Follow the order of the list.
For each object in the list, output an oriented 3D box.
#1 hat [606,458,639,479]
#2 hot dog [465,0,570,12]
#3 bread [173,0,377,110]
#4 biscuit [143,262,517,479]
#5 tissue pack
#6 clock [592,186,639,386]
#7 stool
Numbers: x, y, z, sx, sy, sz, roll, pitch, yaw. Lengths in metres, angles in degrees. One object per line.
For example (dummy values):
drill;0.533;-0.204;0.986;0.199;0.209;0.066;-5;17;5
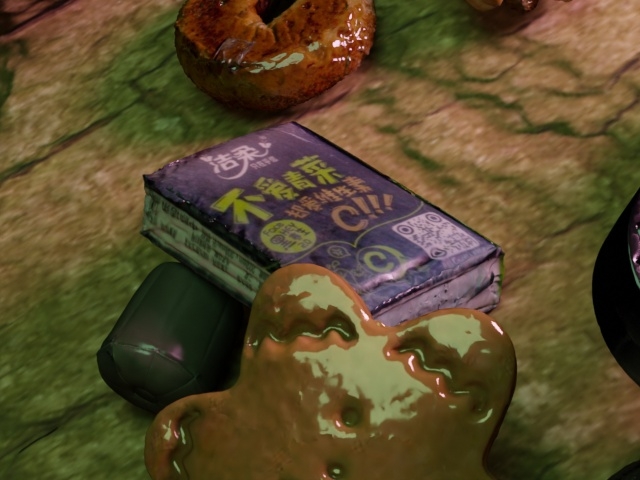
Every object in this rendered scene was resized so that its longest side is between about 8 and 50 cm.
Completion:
hat;0.225;0.231;0.939;0.193;0.082;0.193;-42;22;22
hot dog;0.155;-0.333;1.321;0.135;0.100;0.337;-11;56;1
bread;-0.040;-0.187;1.314;0.193;0.064;0.193;-9;49;11
biscuit;0.001;0.198;0.960;0.275;0.052;0.355;19;87;14
tissue pack;0.000;0.000;1.125;0.235;0.073;0.173;32;38;32
clock;0.347;0.078;0.890;0.276;0.120;0.379;-31;73;-23
stool;-0.113;0.076;1.142;0.096;0.096;0.110;10;56;24
